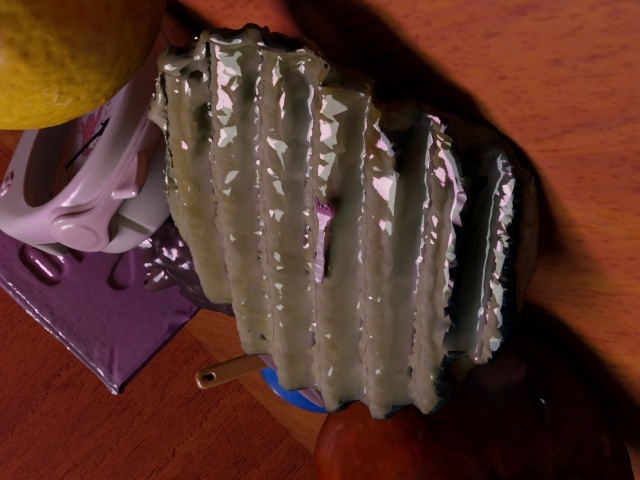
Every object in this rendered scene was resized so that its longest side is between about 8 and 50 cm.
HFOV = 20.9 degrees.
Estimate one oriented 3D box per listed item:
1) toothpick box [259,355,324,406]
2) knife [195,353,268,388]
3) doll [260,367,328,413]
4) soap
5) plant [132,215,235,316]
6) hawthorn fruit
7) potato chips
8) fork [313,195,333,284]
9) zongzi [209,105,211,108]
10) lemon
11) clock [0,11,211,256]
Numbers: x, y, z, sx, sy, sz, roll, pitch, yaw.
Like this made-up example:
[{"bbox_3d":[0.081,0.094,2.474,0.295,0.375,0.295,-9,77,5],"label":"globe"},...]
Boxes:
[{"bbox_3d":[0.024,0.070,1.763,0.111,0.181,0.111,42,169,10],"label":"toothpick box"},{"bbox_3d":[-0.018,0.104,1.895,0.022,0.256,0.046,63,-172,-86],"label":"knife"},{"bbox_3d":[-0.002,0.110,2.150,0.215,0.161,0.257,35,-170,-25],"label":"doll"},{"bbox_3d":[-0.257,-0.001,2.216,0.285,0.296,0.107,42,169,0],"label":"soap"},{"bbox_3d":[-0.112,-0.026,1.926,0.320,0.194,0.181,25,159,39],"label":"plant"},{"bbox_3d":[0.141,0.220,1.666,0.308,0.308,0.325,47,-168,-13],"label":"hawthorn fruit"},{"bbox_3d":[0.006,-0.003,1.444,0.358,0.070,0.429,25,142,21],"label":"potato chips"},{"bbox_3d":[0.000,-0.001,1.384,0.016,0.012,0.115,31,149,21],"label":"fork"},{"bbox_3d":[-0.070,-0.092,1.652,0.300,0.145,0.274,45,164,45],"label":"zongzi"},{"bbox_3d":[-0.261,-0.228,1.462,0.293,0.293,0.293,42,169,10],"label":"lemon"},{"bbox_3d":[-0.205,-0.105,1.761,0.108,0.265,0.324,29,172,-26],"label":"clock"}]
